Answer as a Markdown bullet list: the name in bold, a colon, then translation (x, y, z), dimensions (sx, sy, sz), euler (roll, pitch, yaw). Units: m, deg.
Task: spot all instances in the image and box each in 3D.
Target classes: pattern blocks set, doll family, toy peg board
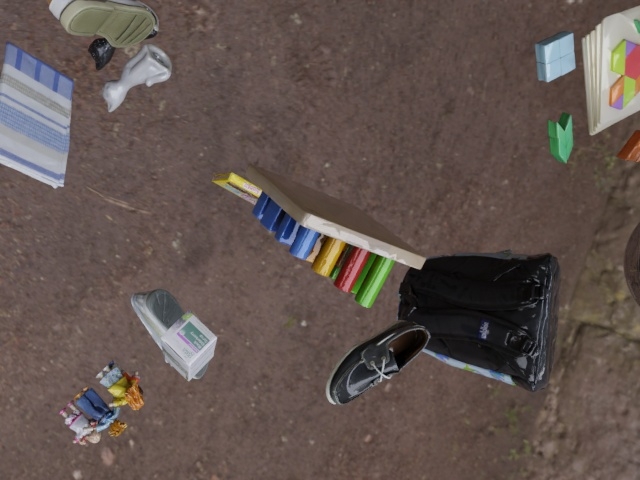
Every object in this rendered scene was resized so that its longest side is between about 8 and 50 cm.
- **pattern blocks set**: translation (0.406, -0.227, 0.886), dimensions (0.325, 0.026, 0.285), euler (-36, 125, -11)
- **doll family**: translation (-0.601, 0.465, 2.011), dimensions (0.163, 0.118, 0.263), euler (45, 59, -4)
- **toy peg board**: translation (0.000, 0.000, 0.775), dimensions (0.160, 0.161, 0.079), euler (19, 102, -33)

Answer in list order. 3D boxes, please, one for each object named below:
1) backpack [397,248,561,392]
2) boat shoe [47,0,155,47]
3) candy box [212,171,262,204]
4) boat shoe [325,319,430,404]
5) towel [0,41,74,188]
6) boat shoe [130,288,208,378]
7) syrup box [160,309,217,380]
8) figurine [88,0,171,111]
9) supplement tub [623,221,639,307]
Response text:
- **backpack**: translation (0.339, 0.159, 1.561), dimensions (0.273, 0.355, 0.290), euler (17, 79, -62)
- **boat shoe**: translation (-0.446, -0.477, 1.456), dimensions (0.113, 0.103, 0.302), euler (-40, 176, 15)
- **candy box**: translation (-0.169, -0.116, 1.810), dimensions (0.206, 0.105, 0.027), euler (29, 79, -29)
- **boat shoe**: translation (0.108, 0.229, 1.337), dimensions (0.233, 0.079, 0.084), euler (-33, 111, -24)
- **towel**: translation (-0.659, -0.283, 1.627), dimensions (0.209, 0.034, 0.285), euler (30, 56, -59)
- **boat shoe**: translation (-0.423, 0.267, 2.020), dimensions (0.320, 0.103, 0.118), euler (61, 43, -32)
- **syrup box**: translation (-0.313, 0.254, 1.685), dimensions (0.093, 0.237, 0.096), euler (42, 68, 6)
- **figurine**: translation (-0.487, -0.450, 1.764), dimensions (0.092, 0.209, 0.215), euler (13, 53, -59)
- **supplement tub**: translation (0.509, 0.030, 0.905), dimensions (0.338, 0.207, 0.207), euler (6, 102, -71)
